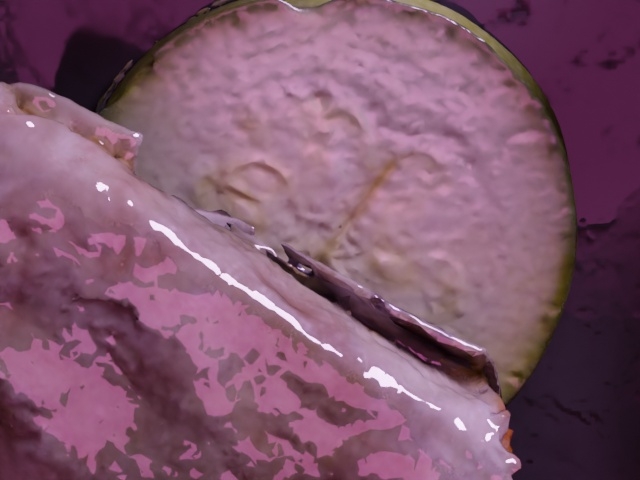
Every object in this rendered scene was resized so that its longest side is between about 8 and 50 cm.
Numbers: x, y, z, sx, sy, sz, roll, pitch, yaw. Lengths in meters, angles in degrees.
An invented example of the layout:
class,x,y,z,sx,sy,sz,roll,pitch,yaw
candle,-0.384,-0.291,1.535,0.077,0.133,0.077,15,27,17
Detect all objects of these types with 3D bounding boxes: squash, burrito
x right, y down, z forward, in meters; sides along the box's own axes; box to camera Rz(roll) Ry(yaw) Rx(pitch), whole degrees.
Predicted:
class,x,y,z,sx,sy,sz,roll,pitch,yaw
squash,0.000,-0.002,0.534,0.219,0.041,0.219,2,113,4
burrito,-0.015,0.085,0.497,0.348,0.107,0.175,34,125,-8
